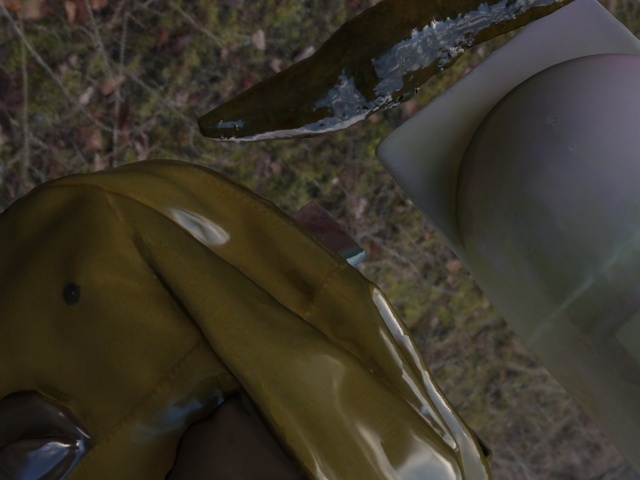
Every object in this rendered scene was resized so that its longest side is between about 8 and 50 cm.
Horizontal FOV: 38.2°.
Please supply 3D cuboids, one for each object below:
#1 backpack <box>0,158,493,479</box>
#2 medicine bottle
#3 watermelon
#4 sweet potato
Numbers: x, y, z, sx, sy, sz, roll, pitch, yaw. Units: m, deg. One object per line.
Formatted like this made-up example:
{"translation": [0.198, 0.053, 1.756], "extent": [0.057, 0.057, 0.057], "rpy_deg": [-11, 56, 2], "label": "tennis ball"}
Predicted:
{"translation": [-0.103, 0.139, 0.538], "extent": [0.353, 0.378, 0.201], "rpy_deg": [-48, 164, 11], "label": "backpack"}
{"translation": [0.248, 0.008, 0.700], "extent": [0.235, 0.406, 0.236], "rpy_deg": [-35, 162, -13], "label": "medicine bottle"}
{"translation": [-0.002, 0.004, 0.844], "extent": [0.092, 0.072, 0.084], "rpy_deg": [-7, -157, 37], "label": "watermelon"}
{"translation": [0.049, -0.122, 0.596], "extent": [0.273, 0.067, 0.067], "rpy_deg": [-23, 152, 4], "label": "sweet potato"}
